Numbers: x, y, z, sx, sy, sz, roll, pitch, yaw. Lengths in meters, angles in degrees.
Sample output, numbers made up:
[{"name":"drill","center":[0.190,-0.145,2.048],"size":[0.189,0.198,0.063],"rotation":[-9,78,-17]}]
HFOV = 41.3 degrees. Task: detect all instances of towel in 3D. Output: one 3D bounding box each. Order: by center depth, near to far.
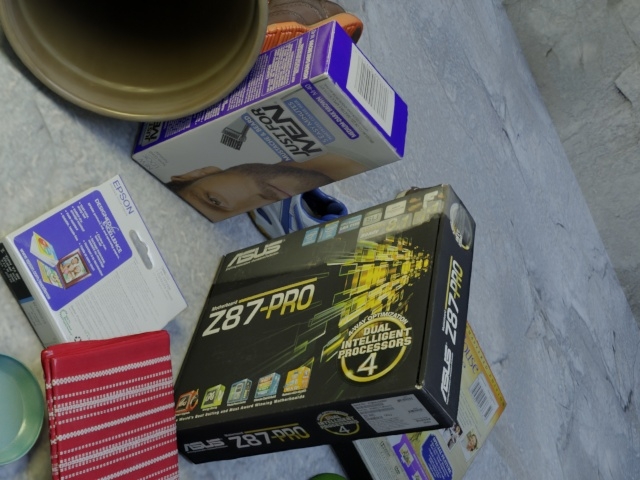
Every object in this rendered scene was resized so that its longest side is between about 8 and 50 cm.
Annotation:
[{"name":"towel","center":[-0.238,0.247,0.986],"size":[0.199,0.031,0.275],"rotation":[-4,92,-59]}]

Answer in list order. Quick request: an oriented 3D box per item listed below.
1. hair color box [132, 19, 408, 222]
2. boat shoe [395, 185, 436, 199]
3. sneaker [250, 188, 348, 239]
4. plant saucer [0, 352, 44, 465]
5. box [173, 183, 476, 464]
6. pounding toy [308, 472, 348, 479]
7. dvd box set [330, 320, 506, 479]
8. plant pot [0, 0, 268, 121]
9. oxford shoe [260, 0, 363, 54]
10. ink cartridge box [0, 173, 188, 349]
[{"name":"hair color box","center":[-0.072,-0.151,1.178],"size":[0.185,0.339,0.110],"rotation":[41,45,-40]},{"name":"boat shoe","center":[0.194,0.005,1.733],"size":[0.116,0.097,0.324],"rotation":[54,37,-29]},{"name":"sneaker","center":[0.000,0.000,1.414],"size":[0.296,0.131,0.112],"rotation":[54,35,-29]},{"name":"plant saucer","center":[-0.349,0.179,0.901],"size":[0.119,0.021,0.119],"rotation":[29,53,-47]},{"name":"box","center":[0.001,0.114,1.112],"size":[0.097,0.395,0.318],"rotation":[50,39,-32]},{"name":"pounding toy","center":[0.056,0.470,1.292],"size":[0.183,0.110,0.237],"rotation":[19,59,-52]},{"name":"dvd box set","center":[0.181,0.305,1.543],"size":[0.420,0.062,0.307],"rotation":[-43,111,-45]},{"name":"plant pot","center":[-0.231,-0.365,1.114],"size":[0.323,0.323,0.280],"rotation":[46,25,-35]},{"name":"oxford shoe","center":[-0.077,-0.368,1.516],"size":[0.133,0.130,0.364],"rotation":[44,36,16]},{"name":"ink cartridge box","center":[-0.277,0.048,1.049],"size":[0.208,0.045,0.206],"rotation":[-43,112,-53]}]
